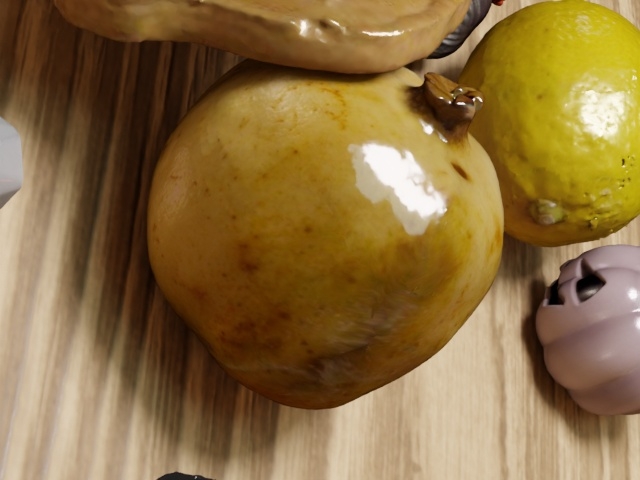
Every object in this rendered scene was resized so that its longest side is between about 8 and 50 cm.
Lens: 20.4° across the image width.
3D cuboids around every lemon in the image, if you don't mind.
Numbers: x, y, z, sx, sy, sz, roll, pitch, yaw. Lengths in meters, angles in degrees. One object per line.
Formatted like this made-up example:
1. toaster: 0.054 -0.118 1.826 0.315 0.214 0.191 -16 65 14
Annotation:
1. lemon: 0.244 -0.117 1.784 0.236 0.236 0.263 38 66 -28

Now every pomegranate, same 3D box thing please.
1. pomegranate: 0.001 -0.010 1.429 0.307 0.307 0.307 25 52 -38

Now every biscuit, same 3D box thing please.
1. biscuit: -0.046 -0.249 1.474 0.365 0.062 0.385 7 29 -5

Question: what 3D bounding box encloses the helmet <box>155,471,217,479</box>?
1. helmet: -0.096 0.316 1.223 0.230 0.160 0.279 21 40 -40

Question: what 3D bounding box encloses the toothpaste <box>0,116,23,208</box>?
1. toothpaste: -0.369 -0.043 1.190 0.371 0.080 0.125 -7 50 -45

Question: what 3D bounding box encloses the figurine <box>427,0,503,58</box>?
1. figurine: 0.075 -0.287 1.769 0.245 0.138 0.110 40 15 -24

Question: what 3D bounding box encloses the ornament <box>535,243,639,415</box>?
1. ornament: 0.312 0.088 1.797 0.177 0.177 0.177 25 52 -38
